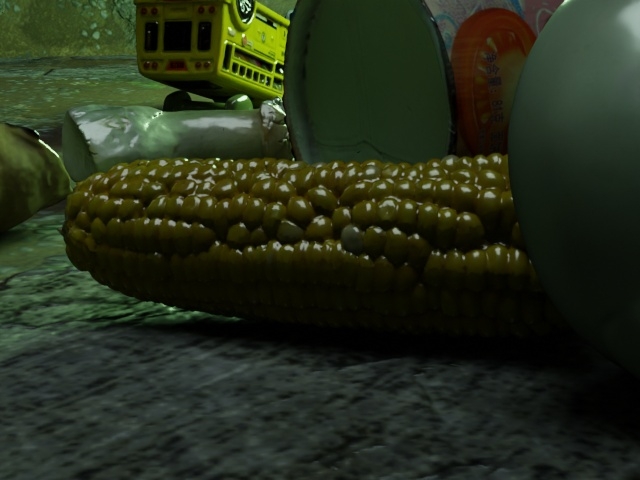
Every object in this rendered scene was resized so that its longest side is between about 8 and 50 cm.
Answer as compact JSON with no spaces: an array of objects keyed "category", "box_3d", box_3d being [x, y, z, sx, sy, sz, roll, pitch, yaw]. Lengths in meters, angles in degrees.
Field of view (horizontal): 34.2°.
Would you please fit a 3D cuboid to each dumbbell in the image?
[{"category":"dumbbell","box_3d":[-0.145,-0.166,1.338,0.118,0.046,0.052,8,22,29]}]

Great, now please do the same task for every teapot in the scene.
[{"category":"teapot","box_3d":[0.236,-0.035,0.493,0.318,0.220,0.149,-11,6,-33]}]

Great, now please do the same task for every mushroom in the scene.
[{"category":"mushroom","box_3d":[-0.128,-0.092,0.986,0.223,0.081,0.092,-4,-4,-22]}]

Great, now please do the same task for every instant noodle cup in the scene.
[{"category":"instant noodle cup","box_3d":[0.117,-0.108,0.717,0.231,0.243,0.243,-12,18,-31]}]

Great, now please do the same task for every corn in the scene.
[{"category":"corn","box_3d":[0.000,0.003,0.578,0.312,0.102,0.102,0,14,16]}]

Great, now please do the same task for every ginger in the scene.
[{"category":"ginger","box_3d":[-0.262,-0.029,0.749,0.193,0.115,0.122,-1,34,-31]}]

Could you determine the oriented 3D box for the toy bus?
[{"category":"toy bus","box_3d":[-0.129,-0.265,1.433,0.145,0.151,0.331,2,0,18]}]
